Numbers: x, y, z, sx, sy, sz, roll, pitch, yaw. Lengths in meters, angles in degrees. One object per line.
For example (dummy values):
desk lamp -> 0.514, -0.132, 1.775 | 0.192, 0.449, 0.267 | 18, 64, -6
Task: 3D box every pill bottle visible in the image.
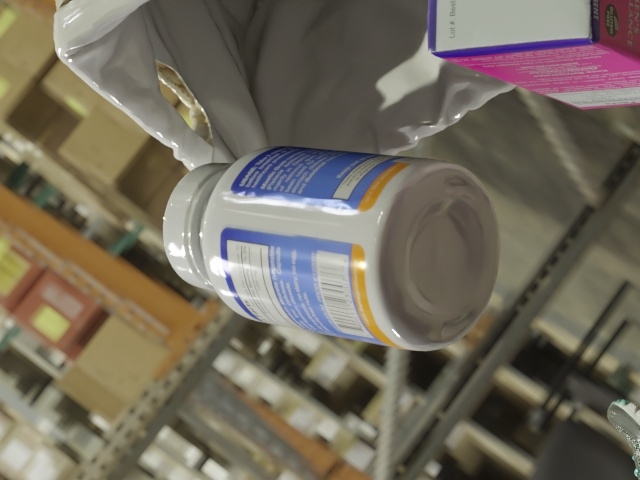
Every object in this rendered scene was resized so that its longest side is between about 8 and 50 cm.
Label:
pill bottle -> 0.000, 0.000, 1.479 | 0.272, 0.152, 0.152 | 8, 152, 45

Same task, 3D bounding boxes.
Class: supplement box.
supplement box -> 0.169, -0.156, 1.139 | 0.114, 0.111, 0.220 | -2, 174, 32

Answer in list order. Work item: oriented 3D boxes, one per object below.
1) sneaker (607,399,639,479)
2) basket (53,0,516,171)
sneaker -> 0.269, 0.192, 1.398 | 0.065, 0.076, 0.166 | 30, -166, -49
basket -> -0.028, -0.246, 1.585 | 0.328, 0.331, 0.266 | 40, -152, -46
